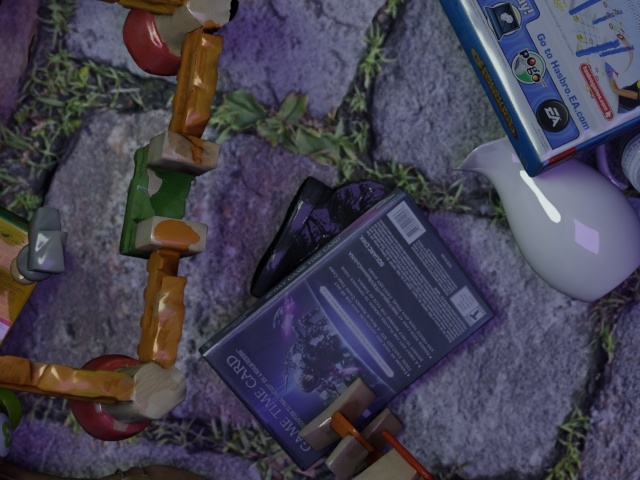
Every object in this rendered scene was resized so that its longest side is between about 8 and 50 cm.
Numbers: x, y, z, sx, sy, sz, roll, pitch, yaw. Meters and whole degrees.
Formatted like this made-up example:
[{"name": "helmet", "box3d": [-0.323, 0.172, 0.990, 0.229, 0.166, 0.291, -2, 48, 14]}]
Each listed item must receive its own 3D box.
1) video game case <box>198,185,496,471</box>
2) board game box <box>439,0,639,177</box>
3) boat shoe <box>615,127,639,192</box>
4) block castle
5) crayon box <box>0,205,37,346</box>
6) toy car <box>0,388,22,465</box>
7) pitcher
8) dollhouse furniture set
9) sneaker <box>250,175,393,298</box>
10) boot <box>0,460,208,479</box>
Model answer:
[{"name": "video game case", "box3d": [0.032, 0.097, 1.910, 0.274, 0.026, 0.196, -39, 120, -1]}, {"name": "board game box", "box3d": [0.287, -0.266, 1.841, 0.302, 0.086, 0.308, -25, 83, -6]}, {"name": "boat shoe", "box3d": [0.447, -0.063, 1.946, 0.302, 0.094, 0.109, 25, 120, -27]}, {"name": "block castle", "box3d": [-0.264, -0.051, 1.696, 0.303, 0.213, 0.453, 11, 79, -22]}, {"name": "crayon box", "box3d": [-0.425, 0.006, 1.806, 0.278, 0.081, 0.165, 30, 93, -13]}, {"name": "toy car", "box3d": [-0.325, 0.257, 1.753, 0.188, 0.155, 0.149, 46, 105, 6]}, {"name": "pitcher", "box3d": [0.270, -0.055, 1.913, 0.178, 0.125, 0.207, -40, 92, -13]}, {"name": "dollhouse furniture set", "box3d": [0.140, 0.279, 1.886, 0.135, 0.262, 0.259, -44, 138, -3]}, {"name": "sneaker", "box3d": [0.000, 0.000, 1.899, 0.089, 0.051, 0.170, 27, 91, -11]}, {"name": "boot", "box3d": [-0.220, 0.284, 1.899, 0.305, 0.112, 0.115, 22, 61, -6]}]
